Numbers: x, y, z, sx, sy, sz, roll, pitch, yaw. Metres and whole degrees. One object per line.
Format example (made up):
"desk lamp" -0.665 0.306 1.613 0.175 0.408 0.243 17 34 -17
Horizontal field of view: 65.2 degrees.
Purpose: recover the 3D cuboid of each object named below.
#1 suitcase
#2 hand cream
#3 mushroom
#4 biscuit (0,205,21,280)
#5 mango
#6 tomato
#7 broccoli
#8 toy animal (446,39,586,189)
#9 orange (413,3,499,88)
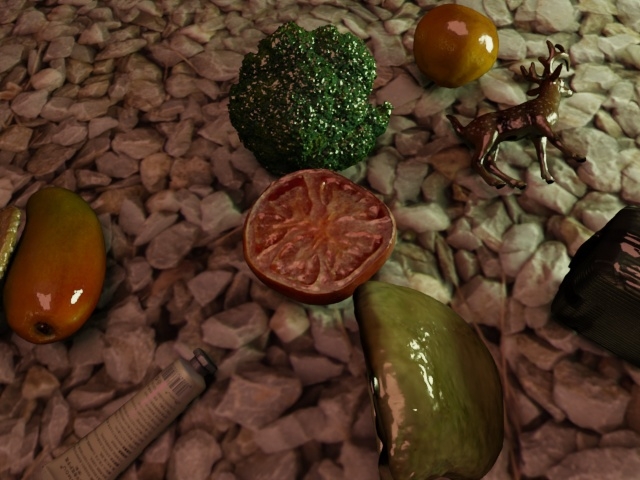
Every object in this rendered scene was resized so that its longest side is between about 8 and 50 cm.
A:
"suitcase" 0.470 0.099 0.628 0.312 0.202 0.128 32 70 19
"hand cream" -0.263 0.262 0.704 0.276 0.059 0.095 -42 68 -9
"mushroom" 0.134 0.185 0.610 0.211 0.217 0.292 5 63 4
"biscuit" -0.525 0.047 0.784 0.219 0.033 0.220 -26 52 39
"mango" -0.412 0.028 0.790 0.146 0.129 0.289 -24 56 23
"tomato" 0.000 0.000 0.787 0.236 0.095 0.237 -4 60 6
"broccoli" -0.022 -0.232 0.851 0.269 0.261 0.242 -33 29 31
"toy animal" 0.355 -0.221 0.869 0.243 0.087 0.260 -11 66 -2
"orange" 0.243 -0.349 0.911 0.159 0.159 0.136 33 107 20
